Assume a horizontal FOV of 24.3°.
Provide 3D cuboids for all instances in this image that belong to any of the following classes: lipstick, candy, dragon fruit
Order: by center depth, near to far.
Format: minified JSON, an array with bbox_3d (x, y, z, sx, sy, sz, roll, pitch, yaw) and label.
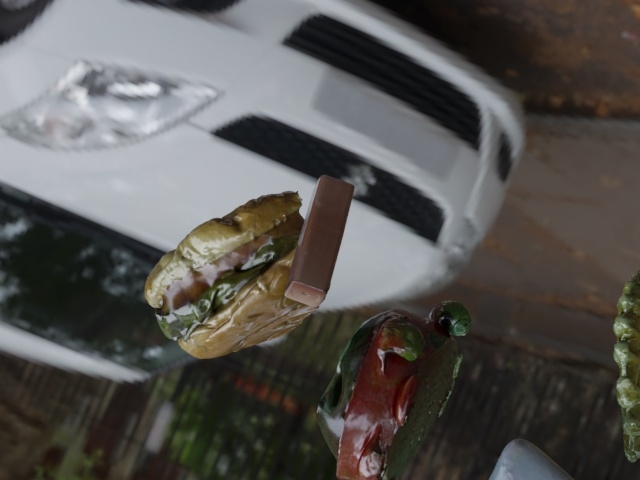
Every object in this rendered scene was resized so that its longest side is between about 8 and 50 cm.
[{"bbox_3d":[0.229,0.283,1.425,0.174,0.071,0.138,41,137,24],"label":"candy"},{"bbox_3d":[0.000,0.000,1.665,0.045,0.145,0.045,19,149,-6],"label":"lipstick"},{"bbox_3d":[0.092,0.202,1.966,0.130,0.295,0.268,23,165,21],"label":"dragon fruit"}]

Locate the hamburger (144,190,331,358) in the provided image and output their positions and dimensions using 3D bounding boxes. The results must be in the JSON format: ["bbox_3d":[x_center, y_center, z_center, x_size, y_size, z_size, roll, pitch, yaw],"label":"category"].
[{"bbox_3d":[-0.134,0.072,2.096,0.209,0.162,0.330,-21,168,-28],"label":"hamburger"}]

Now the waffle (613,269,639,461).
[{"bbox_3d":[0.325,0.126,1.516,0.036,0.184,0.169,-2,-163,23],"label":"waffle"}]
